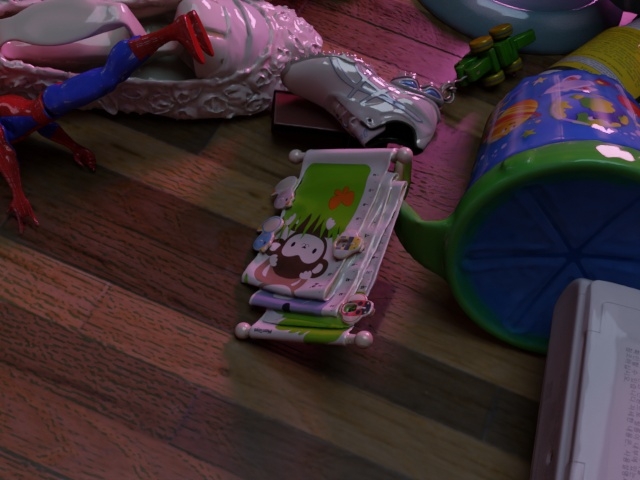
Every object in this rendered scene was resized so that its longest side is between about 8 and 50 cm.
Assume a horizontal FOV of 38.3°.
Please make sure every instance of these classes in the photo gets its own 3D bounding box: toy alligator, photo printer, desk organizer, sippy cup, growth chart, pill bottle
[{"bbox_3d":[0.189,-0.214,1.119,0.190,0.056,0.051,-36,24,-30],"label":"toy alligator"},{"bbox_3d":[0.336,0.186,0.766,0.308,0.107,0.256,15,65,-2],"label":"photo printer"},{"bbox_3d":[0.010,-0.126,1.016,0.130,0.047,0.050,6,54,-6],"label":"desk organizer"},{"bbox_3d":[0.241,-0.045,0.899,0.305,0.240,0.224,30,38,-14],"label":"sippy cup"},{"bbox_3d":[0.000,0.000,0.876,0.172,0.021,0.237,-5,53,32],"label":"growth chart"},{"bbox_3d":[0.334,-0.177,1.071,0.208,0.119,0.119,-35,65,-30],"label":"pill bottle"}]

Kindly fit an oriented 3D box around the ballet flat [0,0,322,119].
[{"bbox_3d":[-0.184,-0.205,0.982,0.409,0.147,0.147,-6,54,-14],"label":"ballet flat"}]

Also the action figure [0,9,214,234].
[{"bbox_3d":[-0.229,-0.109,0.905,0.280,0.139,0.091,-19,14,9],"label":"action figure"}]

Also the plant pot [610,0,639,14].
[{"bbox_3d":[0.505,-0.442,1.110,0.334,0.341,0.341,-25,60,-13],"label":"plant pot"}]

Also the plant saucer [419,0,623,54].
[{"bbox_3d":[0.269,-0.376,1.264,0.318,0.043,0.317,5,51,-6],"label":"plant saucer"}]

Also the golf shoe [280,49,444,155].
[{"bbox_3d":[0.040,-0.142,0.966,0.176,0.069,0.086,13,62,0],"label":"golf shoe"}]

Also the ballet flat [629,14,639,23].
[{"bbox_3d":[0.524,-0.217,1.165,0.280,0.095,0.096,15,60,14],"label":"ballet flat"}]
